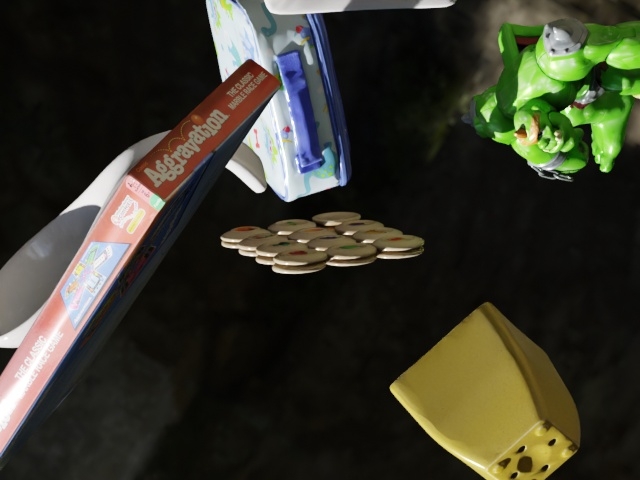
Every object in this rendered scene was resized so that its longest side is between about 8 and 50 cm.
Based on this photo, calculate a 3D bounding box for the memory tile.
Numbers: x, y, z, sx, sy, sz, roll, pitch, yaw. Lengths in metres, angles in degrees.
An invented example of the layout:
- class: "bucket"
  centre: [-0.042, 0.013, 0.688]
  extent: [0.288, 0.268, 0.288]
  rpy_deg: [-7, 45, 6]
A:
- class: "memory tile"
  centre: [0.000, 0.000, 1.225]
  extent: [0.113, 0.012, 0.148]
  rpy_deg: [-8, -169, -21]

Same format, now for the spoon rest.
- class: "spoon rest"
  centre: [-0.179, -0.008, 1.418]
  extent: [0.084, 0.276, 0.137]
  rpy_deg: [52, -170, -28]

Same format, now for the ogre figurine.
- class: "ogre figurine"
  centre: [0.179, -0.103, 1.204]
  extent: [0.118, 0.097, 0.197]
  rpy_deg: [9, 173, -21]

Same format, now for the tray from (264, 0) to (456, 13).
- class: "tray"
  centre: [0.008, -0.277, 1.078]
  extent: [0.145, 0.270, 0.030]
  rpy_deg: [-7, 171, -31]

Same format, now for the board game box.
- class: "board game box"
  centre: [-0.124, 0.030, 0.965]
  extent: [0.027, 0.281, 0.145]
  rpy_deg: [37, -143, 0]

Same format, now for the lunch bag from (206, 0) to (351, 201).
- class: "lunch bag"
  centre: [-0.039, -0.158, 1.690]
  extent: [0.090, 0.219, 0.176]
  rpy_deg: [-18, -151, -10]

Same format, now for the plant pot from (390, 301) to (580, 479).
- class: "plant pot"
  centre: [0.108, 0.105, 1.032]
  extent: [0.081, 0.081, 0.083]
  rpy_deg: [40, -169, -45]
